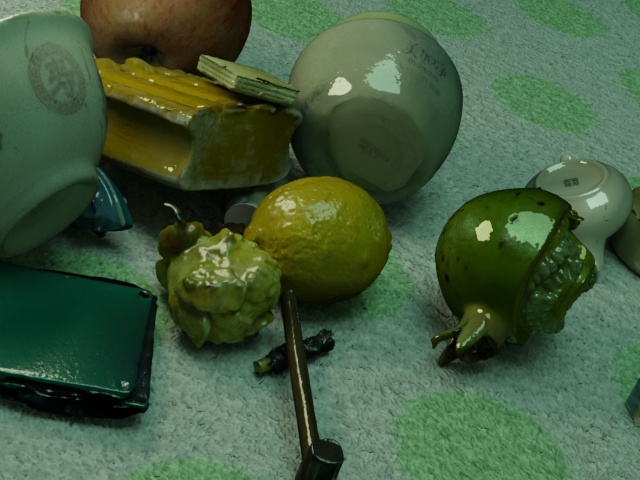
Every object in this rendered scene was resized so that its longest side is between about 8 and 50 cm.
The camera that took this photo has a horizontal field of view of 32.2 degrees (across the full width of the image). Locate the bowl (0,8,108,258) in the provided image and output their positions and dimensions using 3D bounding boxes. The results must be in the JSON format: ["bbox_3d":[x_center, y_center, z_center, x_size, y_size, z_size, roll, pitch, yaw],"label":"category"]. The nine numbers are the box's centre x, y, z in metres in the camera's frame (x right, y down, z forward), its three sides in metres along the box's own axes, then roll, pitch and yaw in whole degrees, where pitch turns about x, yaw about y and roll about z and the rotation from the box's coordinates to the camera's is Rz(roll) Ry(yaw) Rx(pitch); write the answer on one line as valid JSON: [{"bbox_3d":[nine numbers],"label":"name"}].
[{"bbox_3d":[-0.439,-0.103,1.553,0.196,0.435,0.434,50,41,8],"label":"bowl"}]

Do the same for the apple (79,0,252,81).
[{"bbox_3d":[-0.299,-0.423,2.101,0.344,0.345,0.269,25,46,10],"label":"apple"}]

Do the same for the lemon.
[{"bbox_3d":[0.000,0.000,1.730,0.260,0.204,0.204,1,37,-35],"label":"lemon"}]

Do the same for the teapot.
[{"bbox_3d":[0.488,-0.071,2.114,0.208,0.166,0.300,-20,21,18],"label":"teapot"}]

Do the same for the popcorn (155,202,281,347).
[{"bbox_3d":[-0.151,0.051,1.619,0.168,0.173,0.195,-34,53,2],"label":"popcorn"}]

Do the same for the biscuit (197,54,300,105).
[{"bbox_3d":[-0.125,-0.270,1.865,0.121,0.041,0.199,13,12,-27],"label":"biscuit"}]

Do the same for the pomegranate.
[{"bbox_3d":[0.287,0.061,1.751,0.260,0.260,0.341,31,60,19],"label":"pomegranate"}]

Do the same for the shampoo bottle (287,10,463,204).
[{"bbox_3d":[0.094,-0.235,2.002,0.322,0.322,0.317,16,43,-2],"label":"shampoo bottle"}]

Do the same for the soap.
[{"bbox_3d":[-0.246,-0.200,1.857,0.335,0.156,0.293,21,15,31],"label":"soap"}]

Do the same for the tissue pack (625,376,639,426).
[{"bbox_3d":[0.527,0.242,1.717,0.074,0.094,0.059,11,35,-8],"label":"tissue pack"}]

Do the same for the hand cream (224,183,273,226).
[{"bbox_3d":[-0.119,-0.112,1.956,0.111,0.070,0.312,3,32,-2],"label":"hand cream"}]

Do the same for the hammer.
[{"bbox_3d":[-0.027,0.197,1.499,0.043,0.111,0.365,7,38,-15],"label":"hammer"}]

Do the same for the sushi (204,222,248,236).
[{"bbox_3d":[-0.155,0.001,1.788,0.120,0.052,0.055,-12,44,-37],"label":"sushi"}]

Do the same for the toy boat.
[{"bbox_3d":[-0.380,-0.080,1.766,0.238,0.109,0.098,37,13,35],"label":"toy boat"}]

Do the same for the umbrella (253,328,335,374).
[{"bbox_3d":[-0.037,0.164,1.622,0.144,0.040,0.037,-18,59,-40],"label":"umbrella"}]

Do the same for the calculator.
[{"bbox_3d":[-0.361,0.132,1.501,0.274,0.058,0.248,10,33,-10],"label":"calculator"}]

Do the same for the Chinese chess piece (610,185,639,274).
[{"bbox_3d":[0.688,-0.005,2.137,0.257,0.104,0.257,12,33,-8],"label":"Chinese chess piece"}]
